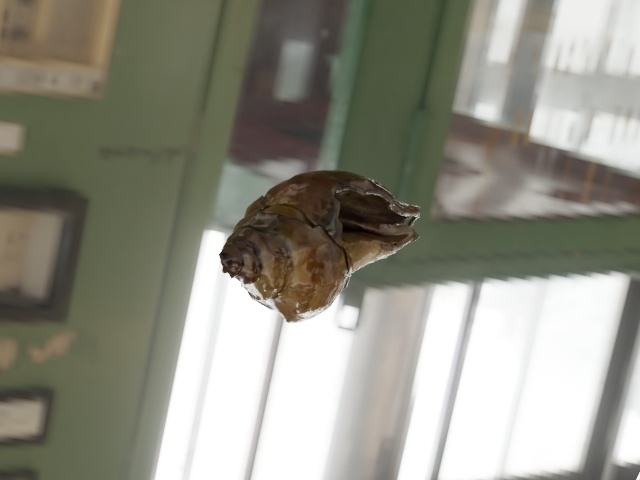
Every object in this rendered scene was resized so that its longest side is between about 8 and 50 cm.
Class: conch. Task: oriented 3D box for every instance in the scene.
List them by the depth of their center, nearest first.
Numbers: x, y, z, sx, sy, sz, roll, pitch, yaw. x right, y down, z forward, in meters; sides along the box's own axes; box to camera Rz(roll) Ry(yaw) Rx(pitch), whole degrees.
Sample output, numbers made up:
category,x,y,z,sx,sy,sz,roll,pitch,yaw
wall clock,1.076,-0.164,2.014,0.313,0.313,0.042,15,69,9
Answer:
category,x,y,z,sx,sy,sz,roll,pitch,yaw
conch,-0.005,-0.003,1.228,0.080,0.086,0.233,17,-152,18

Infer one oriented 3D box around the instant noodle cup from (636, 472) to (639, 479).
category,x,y,z,sx,sy,sz,roll,pitch,yaw
instant noodle cup,0.241,0.163,0.954,0.216,0.172,0.216,16,-174,-2
